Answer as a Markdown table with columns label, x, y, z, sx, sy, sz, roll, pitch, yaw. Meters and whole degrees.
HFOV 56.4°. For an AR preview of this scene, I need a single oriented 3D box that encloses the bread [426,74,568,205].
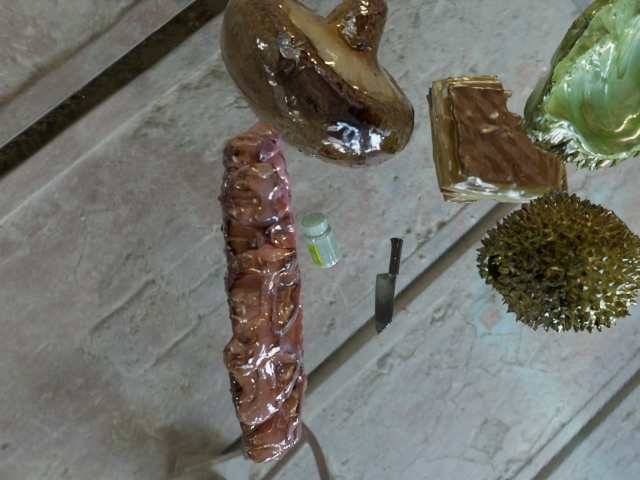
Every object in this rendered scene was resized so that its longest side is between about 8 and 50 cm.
| label | x | y | z | sx | sy | sz | roll | pitch | yaw |
| --- | --- | --- | --- | --- | --- | --- | --- | --- | --- |
| bread | 0.424 | -0.234 | 1.500 | 0.370 | 0.191 | 0.314 | 0 | 77 | -20 |

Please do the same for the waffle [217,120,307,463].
| label | x | y | z | sx | sy | sz | roll | pitch | yaw |
| --- | --- | --- | --- | --- | --- | --- | --- | --- | --- |
| waffle | -0.039 | 0.034 | 0.430 | 0.055 | 0.221 | 0.234 | -1 | 100 | -4 |

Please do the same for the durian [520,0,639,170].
| label | x | y | z | sx | sy | sz | roll | pitch | yaw |
| --- | --- | --- | --- | --- | --- | --- | --- | --- | --- |
| durian | 0.370 | -0.205 | 0.735 | 0.394 | 0.198 | 0.163 | -30 | 68 | -31 |

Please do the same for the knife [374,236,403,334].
| label | x | y | z | sx | sy | sz | roll | pitch | yaw |
| --- | --- | --- | --- | --- | --- | --- | --- | --- | --- |
| knife | 0.149 | 0.102 | 1.358 | 0.028 | 0.060 | 0.230 | 30 | 63 | -47 |

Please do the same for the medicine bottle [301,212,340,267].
| label | x | y | z | sx | sy | sz | roll | pitch | yaw |
| --- | --- | --- | --- | --- | --- | --- | --- | --- | --- |
| medicine bottle | 0.000 | 0.000 | 0.958 | 0.047 | 0.047 | 0.083 | -30 | 124 | -13 |

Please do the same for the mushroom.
| label | x | y | z | sx | sy | sz | roll | pitch | yaw |
| --- | --- | --- | --- | --- | --- | --- | --- | --- | --- |
| mushroom | 0.001 | -0.252 | 0.948 | 0.345 | 0.345 | 0.239 | -4 | 137 | -21 |

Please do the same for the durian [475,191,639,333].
| label | x | y | z | sx | sy | sz | roll | pitch | yaw |
| --- | --- | --- | --- | --- | --- | --- | --- | --- | --- |
| durian | 0.421 | 0.043 | 1.085 | 0.258 | 0.293 | 0.258 | -11 | 114 | -26 |
